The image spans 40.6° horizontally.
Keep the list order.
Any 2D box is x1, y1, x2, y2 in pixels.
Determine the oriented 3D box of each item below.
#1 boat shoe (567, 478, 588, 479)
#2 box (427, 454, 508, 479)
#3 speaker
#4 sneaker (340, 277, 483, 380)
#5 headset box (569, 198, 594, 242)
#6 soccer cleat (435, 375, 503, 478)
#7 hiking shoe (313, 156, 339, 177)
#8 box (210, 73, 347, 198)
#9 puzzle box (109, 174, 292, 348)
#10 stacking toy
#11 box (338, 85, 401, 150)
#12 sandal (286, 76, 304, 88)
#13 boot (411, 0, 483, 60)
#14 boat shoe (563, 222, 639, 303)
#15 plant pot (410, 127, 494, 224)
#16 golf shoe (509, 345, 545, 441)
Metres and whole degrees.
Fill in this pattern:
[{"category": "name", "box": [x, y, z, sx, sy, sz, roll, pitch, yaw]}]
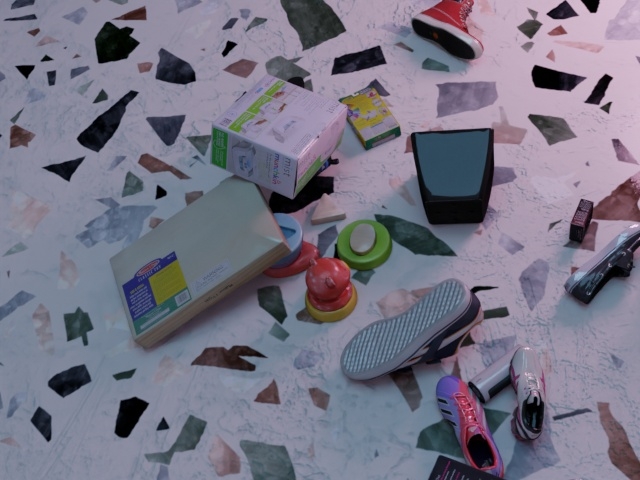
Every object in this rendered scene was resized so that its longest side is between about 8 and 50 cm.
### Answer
[{"category": "boat shoe", "box": [0.547, 0.494, 1.536, 0.258, 0.084, 0.095, 23, 62, 25]}, {"category": "box", "box": [0.231, 0.536, 1.525, 0.142, 0.163, 0.247, 17, 59, 27]}, {"category": "speaker", "box": [0.368, 0.269, 1.757, 0.136, 0.055, 0.055, -33, 55, -13]}, {"category": "sneaker", "box": [0.198, 0.211, 1.805, 0.321, 0.127, 0.126, -33, 44, 18]}, {"category": "headset box", "box": [0.581, -0.041, 1.931, 0.032, 0.062, 0.083, 16, 59, 23]}, {"category": "soccer cleat", "box": [0.290, 0.360, 1.682, 0.083, 0.095, 0.248, -18, 53, -1]}, {"category": "hiking shoe", "box": [-0.098, -0.243, 2.213, 0.132, 0.113, 0.304, -26, 53, -32]}, {"category": "box", "box": [-0.096, -0.254, 2.049, 0.231, 0.127, 0.262, 24, 45, 14]}, {"category": "puzzle box", "box": [-0.287, 0.035, 1.998, 0.408, 0.052, 0.272, -33, 50, 6]}, {"category": "stacking toy", "box": [0.000, 0.000, 1.984, 0.309, 0.130, 0.279, 34, 68, 30]}, {"category": "box", "box": [0.124, -0.322, 2.247, 0.105, 0.043, 0.179, -24, 56, -5]}, {"category": "sandal", "box": [-0.071, -0.386, 2.335, 0.067, 0.040, 0.179, -9, 53, 5]}, {"category": "boot", "box": [0.391, -0.594, 2.361, 0.176, 0.088, 0.244, -36, 52, -16]}, {"category": "boat shoe", "box": [0.627, 0.053, 1.846, 0.228, 0.080, 0.076, -35, 61, -12]}, {"category": "plant pot", "box": [0.307, -0.138, 1.996, 0.188, 0.187, 0.167, -1, 66, 11]}, {"category": "golf shoe", "box": [0.412, 0.294, 1.683, 0.067, 0.086, 0.186, 4, 71, -8]}]
